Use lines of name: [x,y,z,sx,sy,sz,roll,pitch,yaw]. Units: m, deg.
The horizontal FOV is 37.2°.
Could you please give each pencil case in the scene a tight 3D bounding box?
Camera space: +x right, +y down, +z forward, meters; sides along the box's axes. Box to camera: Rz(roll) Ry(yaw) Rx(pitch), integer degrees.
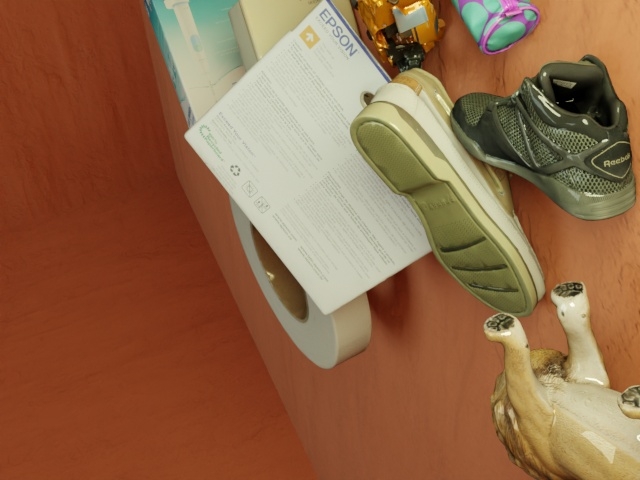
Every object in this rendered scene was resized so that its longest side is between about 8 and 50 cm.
pencil case: [0.149,-0.253,0.905,0.070,0.064,0.152,86,161,-67]

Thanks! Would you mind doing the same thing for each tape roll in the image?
tape roll: [-0.041,0.032,1.620,0.392,0.072,0.392,55,160,31]

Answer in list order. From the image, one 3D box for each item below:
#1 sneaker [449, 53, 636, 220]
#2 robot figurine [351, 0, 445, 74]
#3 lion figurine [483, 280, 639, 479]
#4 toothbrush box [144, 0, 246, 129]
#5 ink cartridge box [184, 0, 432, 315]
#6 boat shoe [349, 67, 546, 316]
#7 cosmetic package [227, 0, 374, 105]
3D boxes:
sneaker: [0.196,-0.119,0.858,0.227,0.087,0.130,-134,30,-54]
robot figurine: [0.070,-0.272,1.006,0.211,0.085,0.291,66,-172,9]
lion figurine: [0.274,0.179,0.833,0.392,0.142,0.240,37,151,60]
toothbrush box: [-0.175,-0.358,1.735,0.126,0.216,0.295,123,126,-74]
ink cartridge box: [0.021,-0.101,1.236,0.330,0.071,0.324,-35,94,41]
boat shoe: [0.159,-0.049,1.012,0.113,0.103,0.302,-4,130,51]
cosmetic package: [-0.010,-0.214,1.391,0.113,0.160,0.309,-174,65,-75]
